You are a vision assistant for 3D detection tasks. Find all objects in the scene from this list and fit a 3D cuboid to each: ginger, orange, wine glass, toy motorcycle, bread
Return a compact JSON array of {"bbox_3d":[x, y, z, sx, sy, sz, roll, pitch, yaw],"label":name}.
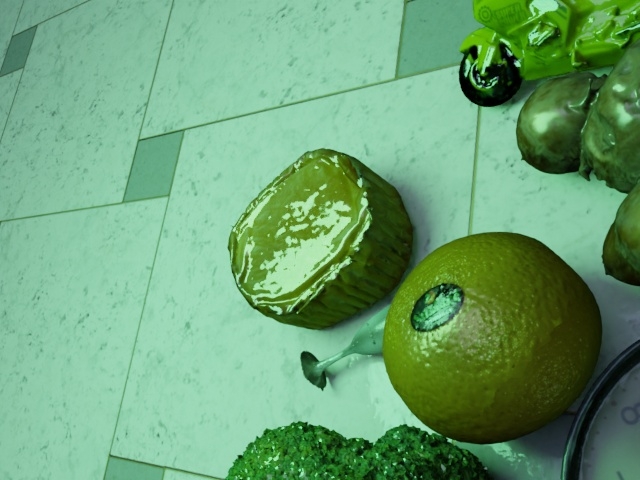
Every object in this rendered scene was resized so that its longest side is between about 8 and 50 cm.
[{"bbox_3d":[0.365,-0.074,0.661,0.256,0.176,0.375,-42,44,27],"label":"ginger"},{"bbox_3d":[0.183,0.102,0.702,0.236,0.236,0.236,-15,62,32],"label":"orange"},{"bbox_3d":[0.068,0.135,0.879,0.198,0.066,0.066,-32,55,20],"label":"wine glass"},{"bbox_3d":[0.328,-0.297,0.814,0.343,0.142,0.205,-5,106,36],"label":"toy motorcycle"},{"bbox_3d":[0.000,0.000,0.936,0.253,0.142,0.227,-36,52,17],"label":"bread"}]

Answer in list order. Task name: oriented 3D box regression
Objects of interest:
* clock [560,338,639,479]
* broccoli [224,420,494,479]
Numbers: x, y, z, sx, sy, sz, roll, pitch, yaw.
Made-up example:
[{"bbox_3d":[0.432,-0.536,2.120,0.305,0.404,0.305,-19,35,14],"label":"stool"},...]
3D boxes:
[{"bbox_3d":[0.405,0.240,0.564,0.386,0.076,0.385,-15,63,32],"label":"clock"},{"bbox_3d":[0.032,0.369,0.659,0.414,0.309,0.321,-32,35,-19],"label":"broccoli"}]
